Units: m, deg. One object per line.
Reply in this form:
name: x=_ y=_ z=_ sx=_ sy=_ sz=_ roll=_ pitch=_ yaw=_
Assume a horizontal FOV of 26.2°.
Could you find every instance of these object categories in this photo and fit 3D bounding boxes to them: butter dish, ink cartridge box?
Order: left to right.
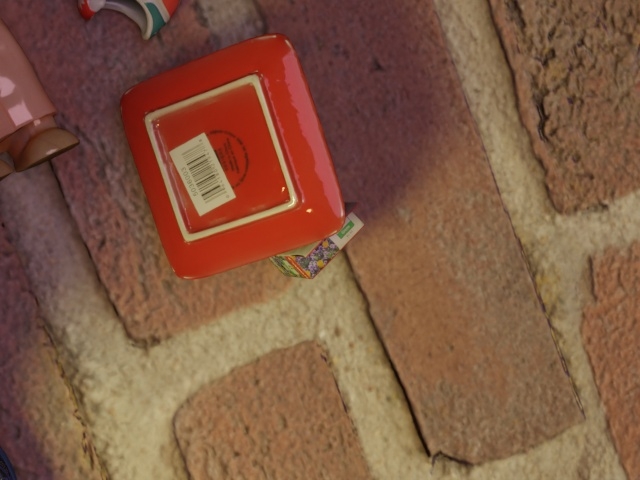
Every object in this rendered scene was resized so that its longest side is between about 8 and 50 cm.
butter dish: x=-0.053 y=-0.068 z=1.079 sx=0.160 sy=0.118 sz=0.160 roll=-18 pitch=92 yaw=23
ink cartridge box: x=0.000 y=0.000 z=1.090 sx=0.063 sy=0.115 sz=0.029 roll=-46 pitch=103 yaw=-12

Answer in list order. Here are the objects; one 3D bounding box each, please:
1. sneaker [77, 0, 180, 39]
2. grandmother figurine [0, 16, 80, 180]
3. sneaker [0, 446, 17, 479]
sneaker: x=-0.179 y=-0.216 z=1.063 sx=0.161 sy=0.057 sz=0.075 roll=30 pitch=76 yaw=-18
grandmother figurine: x=-0.313 y=-0.197 z=1.007 sx=0.208 sy=0.104 sz=0.342 roll=-30 pitch=97 yaw=-42
sneaker: x=-0.295 y=0.139 z=1.013 sx=0.083 sy=0.087 sz=0.221 roll=-36 pitch=100 yaw=-13
